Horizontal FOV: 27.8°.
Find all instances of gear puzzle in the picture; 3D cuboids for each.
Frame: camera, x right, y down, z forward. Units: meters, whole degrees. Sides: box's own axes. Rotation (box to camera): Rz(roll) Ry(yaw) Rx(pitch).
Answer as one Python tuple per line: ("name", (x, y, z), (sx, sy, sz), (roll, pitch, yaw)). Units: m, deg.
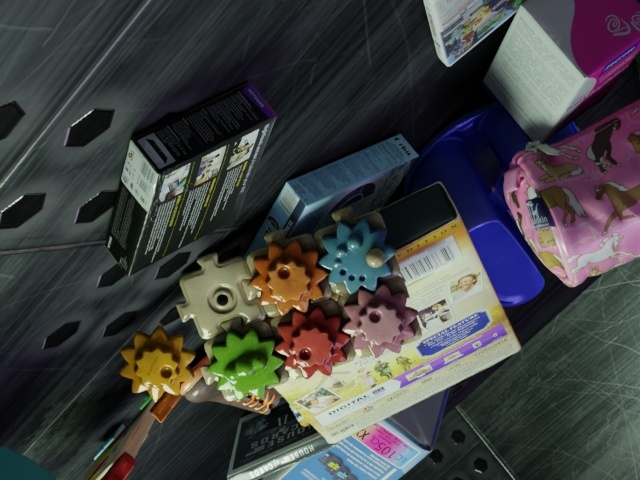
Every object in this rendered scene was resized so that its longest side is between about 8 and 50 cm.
("gear puzzle", (-0.067, 0.090, 1.427), (0.338, 0.176, 0.044), (-19, -166, 4))

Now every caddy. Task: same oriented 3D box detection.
("caddy", (0.255, -0.061, 1.731), (0.241, 0.179, 0.341), (-31, 149, 10))

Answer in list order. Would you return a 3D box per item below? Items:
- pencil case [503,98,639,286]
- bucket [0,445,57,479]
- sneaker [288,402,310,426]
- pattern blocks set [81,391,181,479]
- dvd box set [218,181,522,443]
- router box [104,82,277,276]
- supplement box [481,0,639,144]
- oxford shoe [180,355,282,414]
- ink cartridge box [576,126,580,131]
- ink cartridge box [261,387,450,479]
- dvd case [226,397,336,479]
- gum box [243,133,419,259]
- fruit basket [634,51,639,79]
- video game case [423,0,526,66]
("pencil case", (0.408, -0.099, 1.495), (0.386, 0.160, 0.167), (-27, 141, 0))
("bucket", (-0.379, 0.351, 1.327), (0.281, 0.281, 0.183), (-15, 151, -54))
("sneaker", (0.018, 0.161, 1.897), (0.111, 0.131, 0.296), (-23, 164, -45))
("pattern blocks set", (-0.262, 0.284, 1.591), (0.285, 0.026, 0.325), (-46, -173, 30))
("dvd box set", (0.075, 0.109, 1.635), (0.307, 0.062, 0.420), (-28, 149, 5))
("router box", (-0.121, -0.053, 1.182), (0.133, 0.046, 0.179), (-30, 162, -31))
("supplement box", (0.276, -0.210, 1.467), (0.111, 0.114, 0.220), (-36, 169, -12))
("oxford shoe", (-0.098, 0.191, 1.788), (0.097, 0.098, 0.271), (-46, 163, 24))
("ink cartridge box", (0.332, -0.068, 2.042), (0.219, 0.093, 0.160), (-28, 161, -31))
("ink cartridge box", (0.043, 0.339, 2.221), (0.395, 0.151, 0.270), (-45, -169, 35))
("dvd case", (-0.056, 0.303, 2.060), (0.179, 0.030, 0.239), (-25, -168, 7))
("gum box", (0.011, -0.039, 1.517), (0.184, 0.041, 0.157), (-25, 159, -37))
("fruit basket", (0.685, -0.196, 1.985), (0.283, 0.392, 0.392), (-42, 164, 9))
("video game case", (0.192, -0.276, 1.308), (0.201, 0.023, 0.183), (-40, 164, 0))
